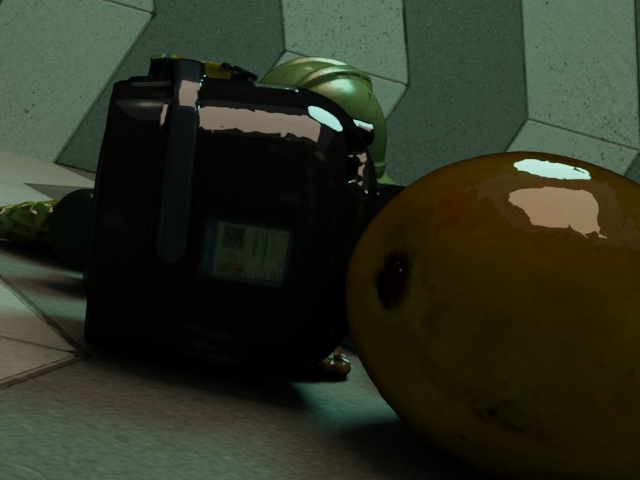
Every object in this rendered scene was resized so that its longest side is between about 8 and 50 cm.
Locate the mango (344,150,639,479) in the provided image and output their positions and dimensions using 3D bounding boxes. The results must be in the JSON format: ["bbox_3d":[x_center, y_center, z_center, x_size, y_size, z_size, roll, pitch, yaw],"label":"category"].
[{"bbox_3d":[0.193,0.071,0.858,0.300,0.232,0.446,15,-3,31],"label":"mango"}]

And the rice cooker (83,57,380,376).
[{"bbox_3d":[-0.076,-0.019,0.914,0.224,0.267,0.267,6,5,-9],"label":"rice cooker"}]

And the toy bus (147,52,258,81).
[{"bbox_3d":[-0.244,-0.174,2.058,0.194,0.323,0.162,14,4,14],"label":"toy bus"}]

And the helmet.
[{"bbox_3d":[0.011,-0.159,1.406,0.258,0.137,0.204,9,18,-42],"label":"helmet"}]

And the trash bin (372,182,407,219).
[{"bbox_3d":[0.048,0.016,1.295,0.115,0.165,0.225,12,-4,-21],"label":"trash bin"}]

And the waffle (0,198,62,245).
[{"bbox_3d":[-0.287,-0.020,1.341,0.214,0.054,0.208,-4,-4,26],"label":"waffle"}]

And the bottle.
[{"bbox_3d":[-0.179,-0.007,1.206,0.156,0.143,0.271,-24,-17,31],"label":"bottle"}]

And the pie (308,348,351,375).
[{"bbox_3d":[-0.014,0.100,1.062,0.088,0.033,0.191,26,7,-21],"label":"pie"}]
